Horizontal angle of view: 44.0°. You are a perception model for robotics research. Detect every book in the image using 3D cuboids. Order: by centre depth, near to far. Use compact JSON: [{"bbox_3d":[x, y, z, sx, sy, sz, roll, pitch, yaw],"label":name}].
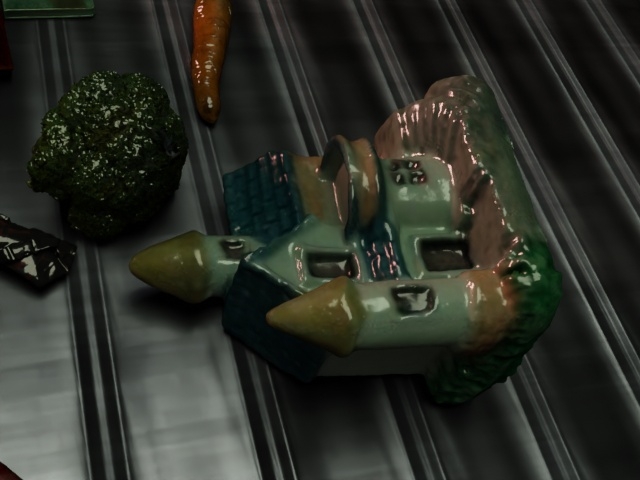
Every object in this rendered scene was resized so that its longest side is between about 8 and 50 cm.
[{"bbox_3d":[-0.317,-0.306,0.905,0.103,0.017,0.135,-8,59,-23],"label":"book"}]

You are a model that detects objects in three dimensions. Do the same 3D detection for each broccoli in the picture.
[{"bbox_3d":[-0.193,-0.080,0.717,0.138,0.145,0.162,1,29,29],"label":"broccoli"}]

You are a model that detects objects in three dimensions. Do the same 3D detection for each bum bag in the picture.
[{"bbox_3d":[-0.276,0.001,0.688,0.125,0.034,0.057,23,43,-3],"label":"bum bag"}]

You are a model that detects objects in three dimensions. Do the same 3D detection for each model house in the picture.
[{"bbox_3d":[0.000,0.000,0.692,0.325,0.194,0.267,-1,57,-16],"label":"model house"}]

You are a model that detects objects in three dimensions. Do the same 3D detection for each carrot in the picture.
[{"bbox_3d":[-0.123,-0.210,0.887,0.047,0.047,0.191,8,55,-14],"label":"carrot"}]

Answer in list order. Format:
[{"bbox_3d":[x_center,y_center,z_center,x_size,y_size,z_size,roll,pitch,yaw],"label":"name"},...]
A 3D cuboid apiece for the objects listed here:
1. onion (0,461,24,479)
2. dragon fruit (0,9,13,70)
[{"bbox_3d":[-0.251,0.204,0.432,0.246,0.190,0.246,40,13,-11],"label":"onion"},{"bbox_3d":[-0.380,-0.262,0.793,0.092,0.122,0.192,-14,63,-13],"label":"dragon fruit"}]
